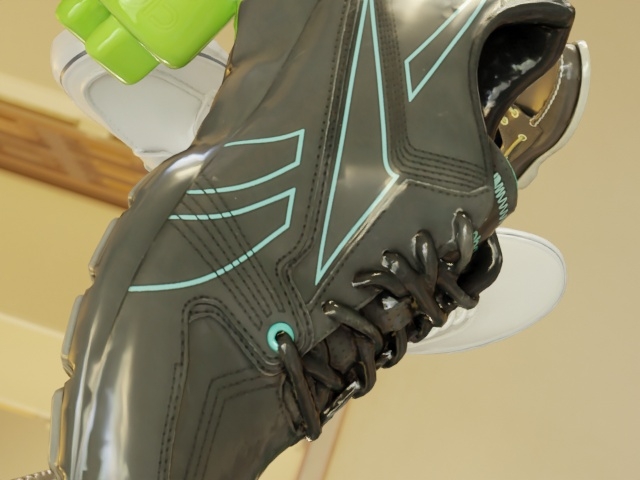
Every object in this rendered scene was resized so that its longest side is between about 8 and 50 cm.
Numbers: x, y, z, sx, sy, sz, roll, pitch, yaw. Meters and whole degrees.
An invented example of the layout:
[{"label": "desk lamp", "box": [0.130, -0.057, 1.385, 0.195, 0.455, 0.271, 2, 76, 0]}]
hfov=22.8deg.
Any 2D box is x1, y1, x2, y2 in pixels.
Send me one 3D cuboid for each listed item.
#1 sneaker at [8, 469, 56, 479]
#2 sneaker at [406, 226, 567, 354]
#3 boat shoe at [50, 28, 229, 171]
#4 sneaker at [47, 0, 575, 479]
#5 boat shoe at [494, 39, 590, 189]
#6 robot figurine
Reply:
[{"label": "sneaker", "box": [-0.208, 0.225, 0.878, 0.282, 0.099, 0.153, -12, -100, -68]}, {"label": "sneaker", "box": [0.060, 0.047, 1.114, 0.091, 0.258, 0.094, -148, 50, -72]}, {"label": "boat shoe", "box": [-0.066, -0.064, 0.965, 0.083, 0.226, 0.076, -35, 54, 28]}, {"label": "sneaker", "box": [0.000, 0.000, 0.500, 0.101, 0.106, 0.267, 81, -152, -61]}, {"label": "boat shoe", "box": [0.193, -0.117, 1.521, 0.228, 0.069, 0.081, 116, 156, -59]}, {"label": "robot figurine", "box": [-0.061, -0.123, 0.700, 0.115, 0.101, 0.067, -45, -29, 2]}]
